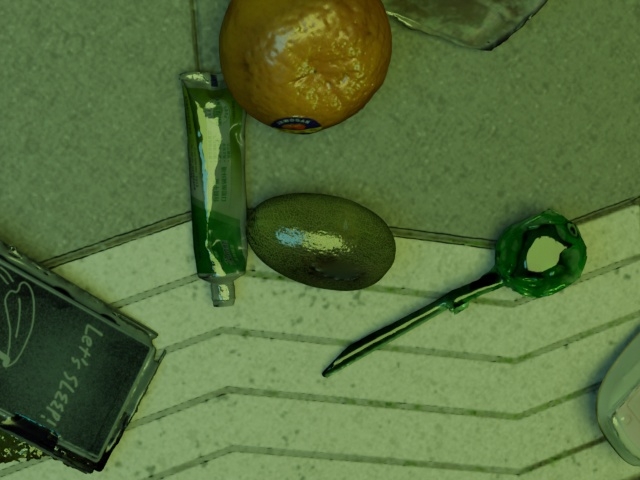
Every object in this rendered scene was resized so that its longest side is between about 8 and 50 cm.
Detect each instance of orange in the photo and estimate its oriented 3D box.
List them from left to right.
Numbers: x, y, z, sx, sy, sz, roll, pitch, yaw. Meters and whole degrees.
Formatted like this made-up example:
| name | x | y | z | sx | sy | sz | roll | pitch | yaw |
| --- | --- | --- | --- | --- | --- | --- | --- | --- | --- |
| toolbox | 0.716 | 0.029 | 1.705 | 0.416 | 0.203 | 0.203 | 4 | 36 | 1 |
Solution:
| name | x | y | z | sx | sy | sz | roll | pitch | yaw |
| --- | --- | --- | --- | --- | --- | --- | --- | --- | --- |
| orange | -0.015 | -0.195 | 1.280 | 0.178 | 0.155 | 0.177 | -2 | 131 | -2 |

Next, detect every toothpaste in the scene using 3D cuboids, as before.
| name | x | y | z | sx | sy | sz | roll | pitch | yaw |
| --- | --- | --- | --- | --- | --- | --- | --- | --- | --- |
| toothpaste | -0.106 | -0.053 | 1.341 | 0.078 | 0.047 | 0.247 | -4 | 97 | -18 |

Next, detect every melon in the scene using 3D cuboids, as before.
| name | x | y | z | sx | sy | sz | roll | pitch | yaw |
| --- | --- | --- | --- | --- | --- | --- | --- | --- | --- |
| melon | 0.000 | 0.000 | 1.344 | 0.162 | 0.099 | 0.099 | 14 | 94 | -15 |

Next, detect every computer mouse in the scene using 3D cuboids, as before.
| name | x | y | z | sx | sy | sz | roll | pitch | yaw |
| --- | --- | --- | --- | --- | --- | --- | --- | --- | --- |
| computer mouse | 0.415 | 0.151 | 1.483 | 0.245 | 0.056 | 0.126 | -45 | 111 | -10 |

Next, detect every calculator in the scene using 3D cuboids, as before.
| name | x | y | z | sx | sy | sz | roll | pitch | yaw |
| --- | --- | --- | --- | --- | --- | --- | --- | --- | --- |
| calculator | -0.292 | 0.111 | 1.285 | 0.274 | 0.028 | 0.165 | 35 | 72 | -29 |

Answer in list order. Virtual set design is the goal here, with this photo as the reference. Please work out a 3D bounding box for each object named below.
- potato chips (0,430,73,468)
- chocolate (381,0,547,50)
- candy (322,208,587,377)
| name | x | y | z | sx | sy | sz | roll | pitch | yaw |
| --- | --- | --- | --- | --- | --- | --- | --- | --- | --- |
| potato chips | -0.320 | 0.182 | 1.332 | 0.209 | 0.026 | 0.142 | 41 | 89 | -15 |
| chocolate | 0.090 | -0.310 | 1.295 | 0.303 | 0.185 | 0.100 | 18 | 66 | -18 |
| candy | 0.143 | 0.069 | 1.410 | 0.323 | 0.097 | 0.097 | -28 | 103 | 0 |
